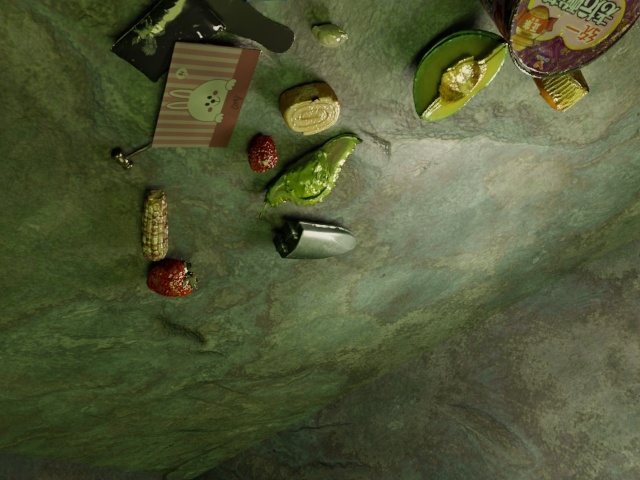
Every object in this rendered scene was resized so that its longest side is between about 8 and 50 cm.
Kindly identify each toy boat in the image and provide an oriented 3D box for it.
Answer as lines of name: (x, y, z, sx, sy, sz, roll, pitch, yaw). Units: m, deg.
toy boat: (0.000, 0.000, 1.804, 0.319, 0.092, 0.141, 5, 135, -42)

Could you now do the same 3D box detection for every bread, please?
bread: (0.627, -0.440, 1.485, 0.132, 0.190, 0.114, 21, 134, -40)
bread: (-0.024, -0.325, 1.393, 0.149, 0.073, 0.122, -17, 145, -7)

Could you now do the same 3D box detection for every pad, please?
pad: (-0.268, -0.323, 1.285, 0.202, 0.005, 0.300, -6, 146, -33)

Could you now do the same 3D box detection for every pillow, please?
pillow: (-0.314, -0.421, 1.141, 0.208, 0.055, 0.141, -33, 148, 15)

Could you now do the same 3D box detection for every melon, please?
melon: (0.344, -0.427, 1.426, 0.265, 0.129, 0.169, -42, 162, 19)

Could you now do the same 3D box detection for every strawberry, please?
strawberry: (-0.454, 0.119, 1.690, 0.148, 0.131, 0.131, -26, 144, -8)
strawberry: (-0.150, -0.227, 1.453, 0.083, 0.083, 0.096, -9, 106, -16)

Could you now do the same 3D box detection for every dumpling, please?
dumpling: (0.021, -0.464, 1.271, 0.077, 0.043, 0.059, -11, 164, -20)

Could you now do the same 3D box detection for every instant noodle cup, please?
instant noodle cup: (0.495, -0.567, 1.194, 0.340, 0.266, 0.340, -13, 143, -10)

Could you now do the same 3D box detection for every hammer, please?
hammer: (-0.368, -0.258, 1.346, 0.292, 0.029, 0.058, -28, 145, 5)

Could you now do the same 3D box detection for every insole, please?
insole: (-0.161, -0.472, 1.197, 0.253, 0.005, 0.086, 18, 129, -40)

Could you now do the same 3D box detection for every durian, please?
durian: (-0.035, -0.171, 1.557, 0.375, 0.106, 0.132, -35, 136, 10)

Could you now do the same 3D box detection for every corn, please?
corn: (-0.455, -0.040, 1.526, 0.079, 0.079, 0.237, -5, 139, -21)
